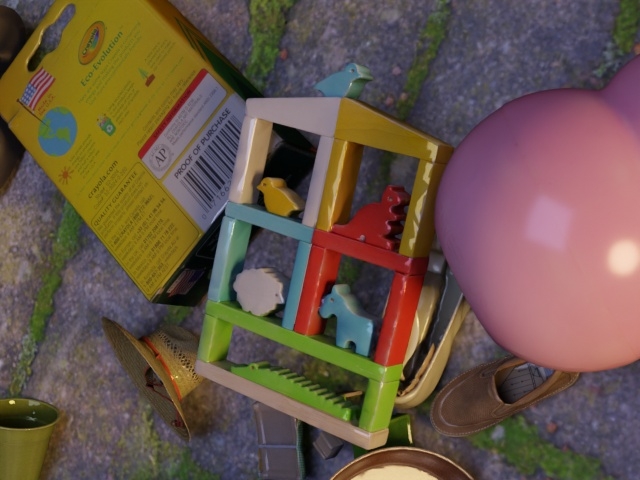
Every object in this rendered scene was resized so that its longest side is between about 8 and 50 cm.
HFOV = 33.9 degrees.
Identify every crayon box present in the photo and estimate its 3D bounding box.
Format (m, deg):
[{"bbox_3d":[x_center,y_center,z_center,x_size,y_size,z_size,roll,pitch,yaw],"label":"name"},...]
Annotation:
[{"bbox_3d":[-0.174,-0.115,1.036,0.202,0.081,0.318,-49,65,15],"label":"crayon box"}]

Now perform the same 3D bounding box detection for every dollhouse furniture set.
[{"bbox_3d":[0.007,0.173,0.936,0.152,0.059,0.076,-11,86,47],"label":"dollhouse furniture set"}]

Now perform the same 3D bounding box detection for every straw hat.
[{"bbox_3d":[-0.143,0.116,0.999,0.061,0.144,0.144,-34,63,-20],"label":"straw hat"}]

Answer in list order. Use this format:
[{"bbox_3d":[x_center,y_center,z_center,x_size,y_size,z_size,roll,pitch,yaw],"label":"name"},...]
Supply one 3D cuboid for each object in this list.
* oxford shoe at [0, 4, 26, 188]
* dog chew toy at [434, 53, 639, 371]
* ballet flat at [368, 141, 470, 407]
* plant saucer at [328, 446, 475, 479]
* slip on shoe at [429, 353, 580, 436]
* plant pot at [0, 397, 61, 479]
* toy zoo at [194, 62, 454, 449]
[{"bbox_3d":[-0.369,-0.151,1.167,0.076,0.076,0.212,10,92,59],"label":"oxford shoe"},{"bbox_3d":[0.251,-0.044,0.737,0.332,0.206,0.206,-27,72,15],"label":"dog chew toy"},{"bbox_3d":[0.097,0.024,0.871,0.086,0.086,0.248,20,93,29],"label":"ballet flat"},{"bbox_3d":[0.061,0.250,0.849,0.169,0.029,0.168,1,85,-12],"label":"plant saucer"},{"bbox_3d":[0.145,0.122,0.855,0.135,0.041,0.051,-24,73,24],"label":"slip on shoe"},{"bbox_3d":[-0.314,0.215,1.081,0.083,0.083,0.079,15,103,29],"label":"plant pot"},{"bbox_3d":[0.000,0.000,0.864,0.192,0.030,0.293,18,101,33],"label":"toy zoo"}]
